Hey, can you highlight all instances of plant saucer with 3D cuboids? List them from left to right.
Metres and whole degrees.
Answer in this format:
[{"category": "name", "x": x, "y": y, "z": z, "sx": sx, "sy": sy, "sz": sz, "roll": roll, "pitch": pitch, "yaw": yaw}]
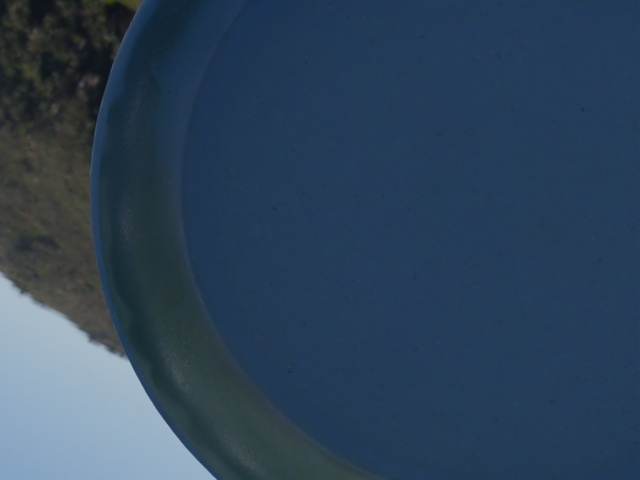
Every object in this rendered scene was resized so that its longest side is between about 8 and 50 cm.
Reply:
[{"category": "plant saucer", "x": 0.067, "y": -0.002, "z": 0.433, "sx": 0.317, "sy": 0.318, "sz": 0.044, "roll": 26, "pitch": -156, "yaw": 1}]
